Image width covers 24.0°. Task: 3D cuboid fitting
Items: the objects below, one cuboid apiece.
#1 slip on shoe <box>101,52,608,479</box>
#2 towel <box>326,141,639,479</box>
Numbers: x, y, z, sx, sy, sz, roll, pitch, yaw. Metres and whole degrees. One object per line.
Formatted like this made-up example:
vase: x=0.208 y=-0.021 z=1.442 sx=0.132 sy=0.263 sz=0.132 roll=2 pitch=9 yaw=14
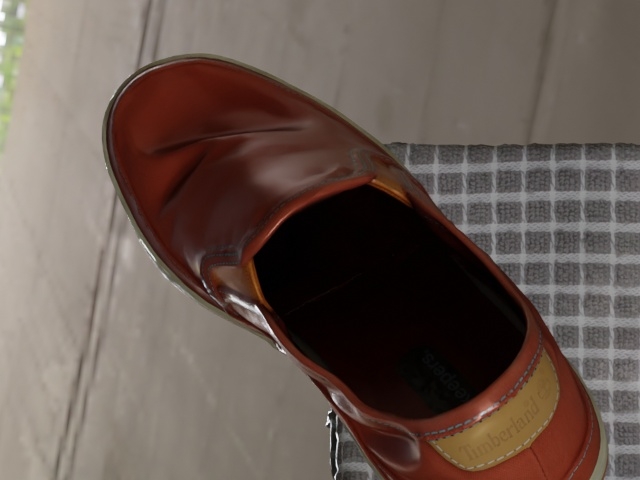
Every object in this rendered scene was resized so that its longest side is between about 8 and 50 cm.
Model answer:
slip on shoe: x=0.000 y=0.000 z=0.672 sx=0.331 sy=0.123 sz=0.101 roll=46 pitch=-12 yaw=40
towel: x=0.140 y=0.057 z=0.904 sx=0.121 sy=0.283 sz=0.235 roll=17 pitch=74 yaw=-82
